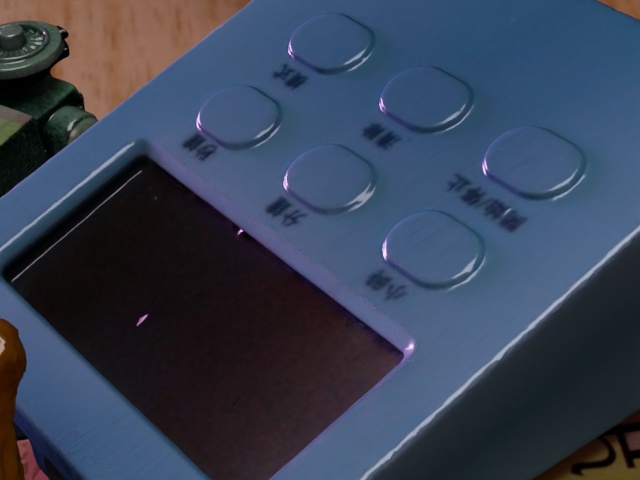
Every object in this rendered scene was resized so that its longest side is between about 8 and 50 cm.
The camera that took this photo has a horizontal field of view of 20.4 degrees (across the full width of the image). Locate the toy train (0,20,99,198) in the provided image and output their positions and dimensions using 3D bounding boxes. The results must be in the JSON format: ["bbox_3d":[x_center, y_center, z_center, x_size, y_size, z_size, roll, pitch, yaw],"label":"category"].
[{"bbox_3d":[-0.204,-0.057,0.859,0.200,0.083,0.132,18,47,32],"label":"toy train"}]

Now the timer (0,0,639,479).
[{"bbox_3d":[0.000,0.000,0.633,0.250,0.091,0.232,-32,42,-22],"label":"timer"}]

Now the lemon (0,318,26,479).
[{"bbox_3d":[-0.201,0.095,0.557,0.256,0.188,0.188,-28,37,4],"label":"lemon"}]

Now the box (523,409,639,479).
[{"bbox_3d":[0.049,0.062,0.662,0.175,0.062,0.260,-9,36,0],"label":"box"}]
